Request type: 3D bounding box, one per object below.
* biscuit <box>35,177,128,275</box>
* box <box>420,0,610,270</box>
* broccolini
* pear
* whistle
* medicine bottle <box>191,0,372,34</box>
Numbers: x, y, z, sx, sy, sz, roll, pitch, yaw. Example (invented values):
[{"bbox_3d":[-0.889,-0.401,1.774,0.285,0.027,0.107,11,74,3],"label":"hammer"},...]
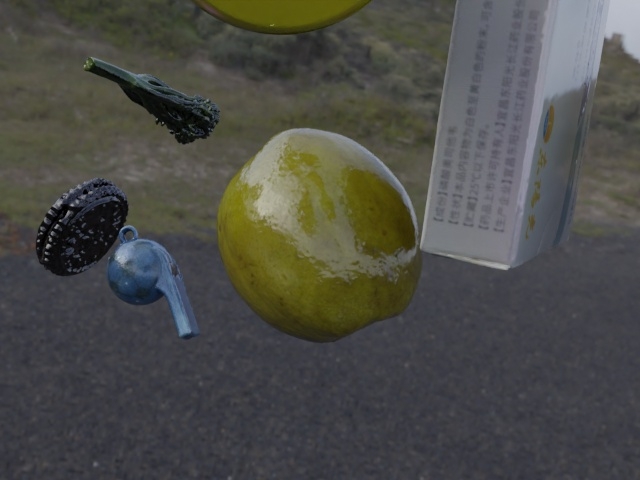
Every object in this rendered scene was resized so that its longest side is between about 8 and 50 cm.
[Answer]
[{"bbox_3d":[-0.408,-0.021,1.728,0.053,0.194,0.194,36,20,18],"label":"biscuit"},{"bbox_3d":[0.149,-0.162,0.674,0.065,0.343,0.200,11,9,22],"label":"box"},{"bbox_3d":[-0.212,-0.194,1.301,0.091,0.068,0.203,10,-20,42],"label":"broccolini"},{"bbox_3d":[0.000,0.000,0.755,0.149,0.149,0.162,-5,59,-53],"label":"pear"},{"bbox_3d":[-0.212,0.055,1.220,0.090,0.157,0.090,-19,-9,-3],"label":"whistle"},{"bbox_3d":[-0.024,-0.199,0.507,0.122,0.121,0.212,10,34,-13],"label":"medicine bottle"}]
